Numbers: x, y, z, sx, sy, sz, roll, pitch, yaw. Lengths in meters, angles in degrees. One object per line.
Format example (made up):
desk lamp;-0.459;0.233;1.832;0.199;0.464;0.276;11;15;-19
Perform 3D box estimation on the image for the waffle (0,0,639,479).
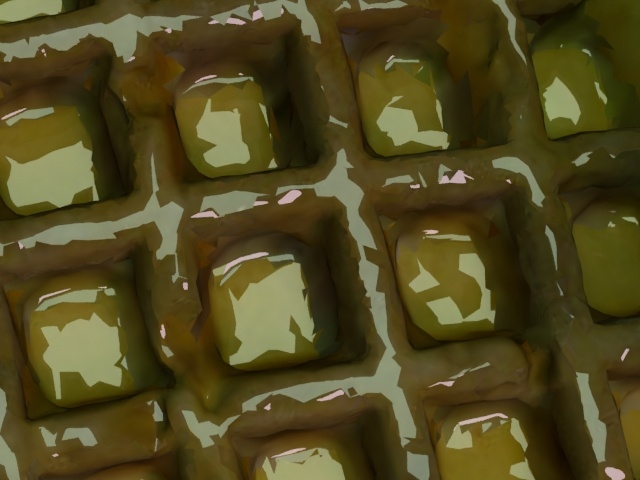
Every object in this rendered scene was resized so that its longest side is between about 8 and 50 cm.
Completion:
waffle;0.009;0.007;0.431;0.329;0.062;0.329;3;75;-10
